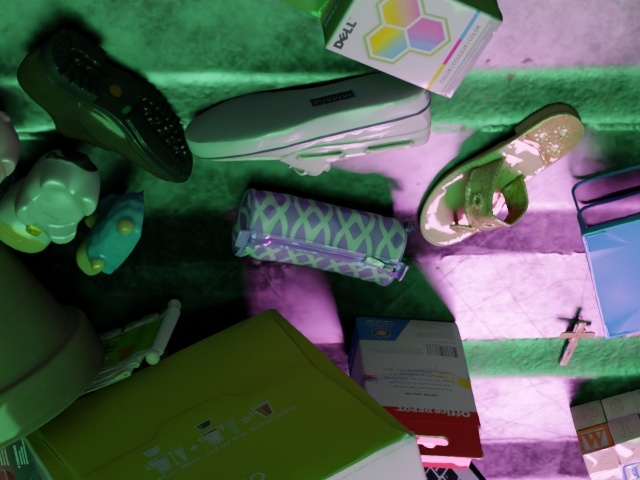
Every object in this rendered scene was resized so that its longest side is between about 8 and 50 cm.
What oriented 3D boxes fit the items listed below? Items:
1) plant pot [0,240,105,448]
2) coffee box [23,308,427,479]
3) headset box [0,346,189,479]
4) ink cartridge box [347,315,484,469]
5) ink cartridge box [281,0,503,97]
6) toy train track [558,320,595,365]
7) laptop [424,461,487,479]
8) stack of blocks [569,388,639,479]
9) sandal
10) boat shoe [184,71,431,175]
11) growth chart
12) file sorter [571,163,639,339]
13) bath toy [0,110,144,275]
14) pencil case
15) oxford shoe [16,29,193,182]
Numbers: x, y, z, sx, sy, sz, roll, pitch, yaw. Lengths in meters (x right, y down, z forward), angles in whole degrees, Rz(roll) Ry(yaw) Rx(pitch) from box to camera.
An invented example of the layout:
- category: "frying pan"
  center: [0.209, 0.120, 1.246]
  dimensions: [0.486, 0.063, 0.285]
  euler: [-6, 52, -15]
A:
- category: "plant pot"
  center: [-0.409, 0.092, 1.652]
  dimensions: [0.263, 0.263, 0.229]
  euler: [-22, 109, 12]
- category: "coffee box"
  center: [-0.086, 0.336, 1.647]
  dimensions: [0.338, 0.338, 0.334]
  euler: [-26, 122, -18]
- category: "headset box"
  center: [-0.295, 0.258, 1.852]
  dimensions: [0.293, 0.110, 0.218]
  euler: [-5, 126, -1]
- category: "ink cartridge box"
  center: [0.112, 0.197, 1.766]
  dimensions: [0.134, 0.231, 0.078]
  euler: [5, 128, -8]
- category: "ink cartridge box"
  center: [0.070, -0.238, 1.518]
  dimensions: [0.209, 0.062, 0.109]
  euler: [21, 125, -20]
- category: "toy train track"
  center: [0.320, 0.128, 1.870]
  dimensions: [0.048, 0.014, 0.083]
  euler: [1, 135, -15]
- category: "laptop"
  center: [0.035, 0.432, 1.956]
  dimensions: [0.236, 0.408, 0.382]
  euler: [-11, 140, -42]
- category: "stack of blocks"
  center: [0.499, 0.267, 1.950]
  dimensions: [0.297, 0.087, 0.171]
  euler: [-17, 128, 8]
- category: "sandal"
  center: [0.204, -0.054, 1.668]
  dimensions: [0.088, 0.079, 0.240]
  euler: [34, 119, -28]
- category: "boat shoe"
  center: [-0.010, -0.115, 1.597]
  dimensions: [0.268, 0.096, 0.088]
  euler: [-14, 125, -5]
- category: "growth chart"
  center: [-0.274, 0.145, 1.727]
  dimensions: [0.237, 0.172, 0.021]
  euler: [-23, 110, 6]
- category: "file sorter"
  center: [0.367, 0.009, 1.719]
  dimensions: [0.118, 0.104, 0.170]
  euler: [-16, 129, 7]
- category: "bath toy"
  center: [-0.353, -0.087, 1.563]
  dimensions: [0.348, 0.129, 0.151]
  euler: [33, 120, -29]
- category: "pencil case"
  center: [0.000, 0.000, 1.689]
  dimensions: [0.206, 0.088, 0.086]
  euler: [11, 125, -13]
- category: "oxford shoe"
  center: [-0.230, -0.134, 1.578]
  dimensions: [0.096, 0.082, 0.227]
  euler: [-23, 129, 36]
